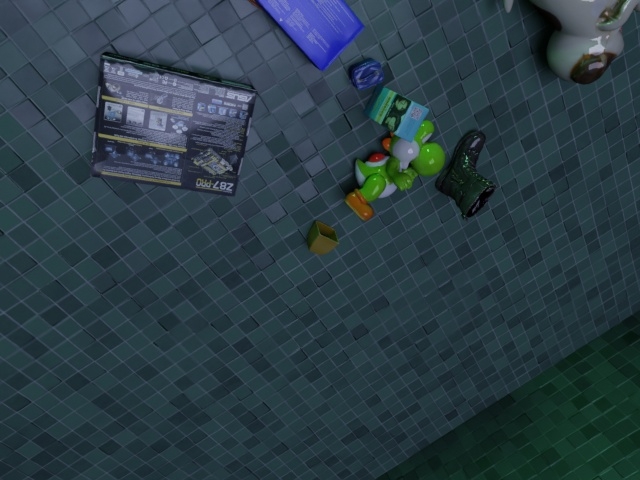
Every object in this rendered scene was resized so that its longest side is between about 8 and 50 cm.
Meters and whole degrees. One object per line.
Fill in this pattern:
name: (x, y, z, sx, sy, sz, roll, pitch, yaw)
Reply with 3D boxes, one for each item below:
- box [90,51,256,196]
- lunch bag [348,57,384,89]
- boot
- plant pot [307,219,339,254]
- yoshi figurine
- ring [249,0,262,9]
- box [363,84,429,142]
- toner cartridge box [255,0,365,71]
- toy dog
box: (-0.398, -0.302, 1.375, 0.395, 0.097, 0.318, 6, 113, -21)
lunch bag: (0.130, -0.482, 1.468, 0.099, 0.065, 0.067, -26, 122, -4)
boot: (0.500, -0.209, 1.637, 0.091, 0.229, 0.262, 21, 109, -26)
plant pot: (0.000, 0.000, 1.676, 0.082, 0.081, 0.083, 24, 119, -27)
yoshi figurine: (0.255, -0.204, 1.596, 0.362, 0.203, 0.203, -48, 136, 7)
ring: (-0.081, -0.748, 1.278, 0.337, 0.032, 0.336, -8, 119, -15)
box: (0.210, -0.368, 1.449, 0.060, 0.244, 0.100, 18, 109, -26)
toner cartridge box: (-0.060, -0.620, 1.292, 0.165, 0.075, 0.348, -45, 121, 7)
toy dog: (0.757, -0.658, 1.459, 0.396, 0.284, 0.407, -29, 124, -1)
